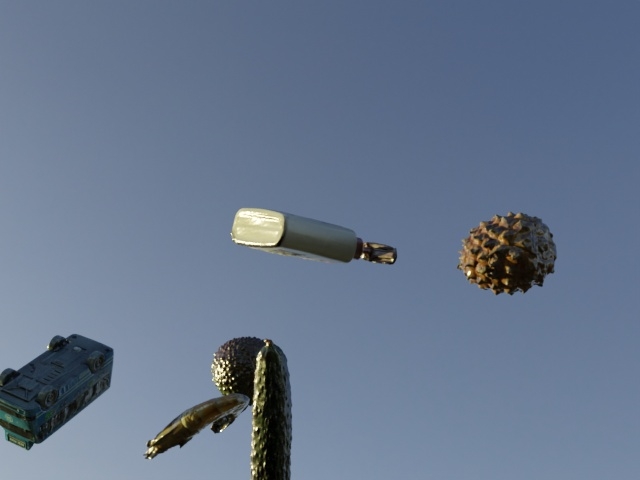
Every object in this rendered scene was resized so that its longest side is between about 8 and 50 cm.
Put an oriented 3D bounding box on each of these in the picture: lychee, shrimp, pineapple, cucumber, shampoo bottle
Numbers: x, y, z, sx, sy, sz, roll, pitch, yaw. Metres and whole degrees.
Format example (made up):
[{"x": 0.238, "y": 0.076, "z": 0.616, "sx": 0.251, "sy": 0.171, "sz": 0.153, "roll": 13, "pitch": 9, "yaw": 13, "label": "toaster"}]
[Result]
[{"x": -0.169, "y": 0.290, "z": 1.841, "sx": 0.171, "sy": 0.171, "sz": 0.171, "roll": 0, "pitch": -37, "yaw": 0, "label": "lychee"}, {"x": -0.212, "y": 0.330, "z": 1.465, "sx": 0.217, "sy": 0.051, "sz": 0.150, "roll": -34, "pitch": -21, "yaw": 18, "label": "shrimp"}, {"x": 0.336, "y": 0.031, "z": 1.551, "sx": 0.166, "sy": 0.166, "sz": 0.193, "roll": 32, "pitch": -34, "yaw": -34, "label": "pineapple"}, {"x": -0.077, "y": 0.293, "z": 1.310, "sx": 0.067, "sy": 0.067, "sz": 0.293, "roll": 1, "pitch": -79, "yaw": -1, "label": "cucumber"}, {"x": 0.000, "y": 0.000, "z": 1.399, "sx": 0.284, "sy": 0.071, "sz": 0.153, "roll": 10, "pitch": -3, "yaw": -41, "label": "shampoo bottle"}]

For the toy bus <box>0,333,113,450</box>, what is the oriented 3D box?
[{"x": -0.519, "y": 0.288, "z": 1.616, "sx": 0.113, "sy": 0.246, "sz": 0.134, "roll": 18, "pitch": -62, "yaw": 19, "label": "toy bus"}]
